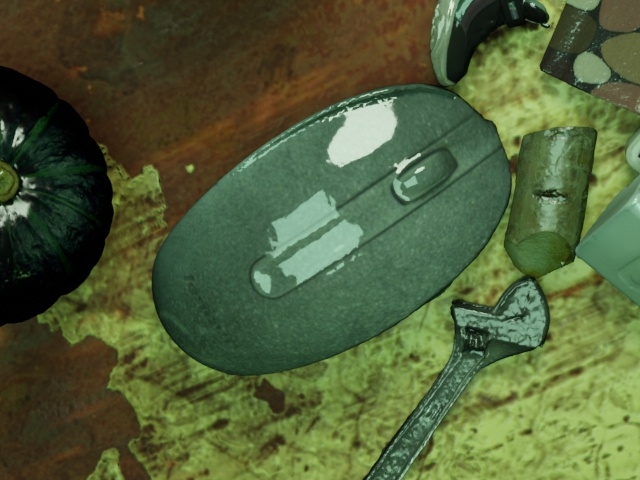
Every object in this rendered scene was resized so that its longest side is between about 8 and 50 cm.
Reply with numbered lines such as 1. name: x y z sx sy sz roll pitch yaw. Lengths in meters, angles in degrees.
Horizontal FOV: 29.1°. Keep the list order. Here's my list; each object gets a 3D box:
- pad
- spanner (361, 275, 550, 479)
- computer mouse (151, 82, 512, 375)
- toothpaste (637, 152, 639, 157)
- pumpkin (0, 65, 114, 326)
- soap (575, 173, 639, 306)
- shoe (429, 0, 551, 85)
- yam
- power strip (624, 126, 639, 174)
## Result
1. pad: 0.298 -0.222 1.038 0.158 0.003 0.235 27 103 20
2. spanner: 0.112 0.162 1.189 0.093 0.026 0.325 34 109 3
3. computer mouse: 0.000 0.002 1.130 0.374 0.114 0.203 -35 92 17
4. toothpaste: 0.312 -0.064 1.045 0.083 0.019 0.027 25 132 5
5. pumpkin: -0.329 -0.036 1.163 0.248 0.248 0.248 3 103 12
6. soap: 0.328 0.032 1.055 0.198 0.066 0.119 40 152 3
7. shoe: 0.155 -0.209 1.072 0.099 0.071 0.169 18 103 6
8. yam: 0.203 -0.035 1.097 0.069 0.070 0.147 11 103 11
9. power strip: 0.381 -0.130 1.047 0.118 0.046 0.270 40 107 2
